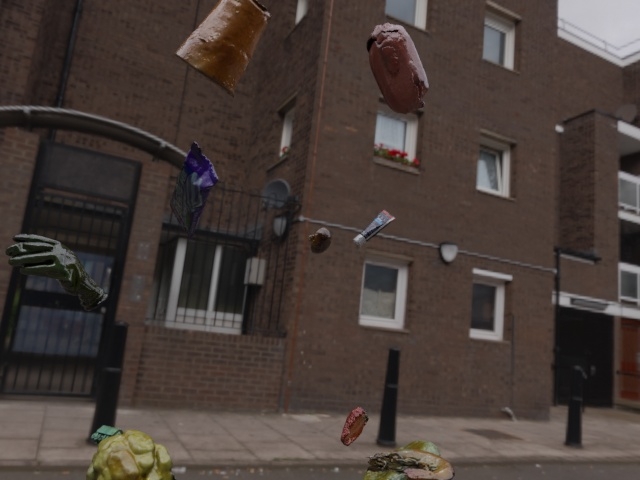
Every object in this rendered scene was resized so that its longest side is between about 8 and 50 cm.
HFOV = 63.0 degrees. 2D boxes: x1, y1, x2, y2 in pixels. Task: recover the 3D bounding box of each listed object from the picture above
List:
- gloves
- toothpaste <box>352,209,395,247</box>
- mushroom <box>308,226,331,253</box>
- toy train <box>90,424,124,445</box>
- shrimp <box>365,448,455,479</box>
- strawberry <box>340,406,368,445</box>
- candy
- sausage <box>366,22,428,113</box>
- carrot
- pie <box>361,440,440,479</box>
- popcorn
[{"bbox_3d":[-0.664,0.074,1.334,0.268,0.107,0.135,42,-11,-28],"label":"gloves"},{"bbox_3d":[0.218,-0.047,2.135,0.071,0.193,0.045,39,-15,35],"label":"toothpaste"},{"bbox_3d":[0.000,0.000,2.362,0.087,0.127,0.127,30,1,27],"label":"mushroom"},{"bbox_3d":[-0.743,0.679,1.812,0.147,0.038,0.071,-12,16,43],"label":"toy train"},{"bbox_3d":[0.238,0.594,1.370,0.248,0.068,0.150,8,-3,-14],"label":"shrimp"},{"bbox_3d":[0.117,0.663,1.870,0.048,0.104,0.152,15,39,41],"label":"strawberry"},{"bbox_3d":[-0.370,-0.138,1.504,0.070,0.145,0.275,-11,-32,-43],"label":"candy"},{"bbox_3d":[0.236,-0.524,1.601,0.152,0.280,0.152,-22,3,1],"label":"sausage"},{"bbox_3d":[-0.257,-0.558,1.446,0.196,0.254,0.196,33,3,-2],"label":"carrot"},{"bbox_3d":[0.266,0.793,1.807,0.323,0.071,0.323,-29,-8,-4],"label":"pie"},{"bbox_3d":[-0.498,0.628,1.358,0.215,0.287,0.252,2,23,-32],"label":"popcorn"}]
